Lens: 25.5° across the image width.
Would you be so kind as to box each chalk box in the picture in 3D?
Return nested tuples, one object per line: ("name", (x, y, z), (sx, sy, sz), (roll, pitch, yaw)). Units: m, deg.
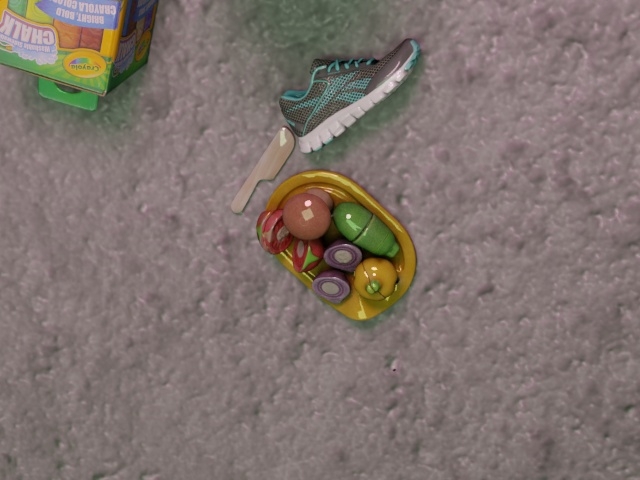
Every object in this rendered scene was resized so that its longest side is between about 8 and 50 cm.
("chalk box", (-0.244, -0.231, 1.416), (0.132, 0.132, 0.213), (16, 114, 6))

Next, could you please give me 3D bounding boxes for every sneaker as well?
("sneaker", (0.025, -0.159, 1.428), (0.166, 0.065, 0.076), (-36, 96, 21))

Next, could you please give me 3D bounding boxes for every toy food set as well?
("toy food set", (0.000, 0.000, 1.489), (0.218, 0.071, 0.128), (41, 114, -5))
